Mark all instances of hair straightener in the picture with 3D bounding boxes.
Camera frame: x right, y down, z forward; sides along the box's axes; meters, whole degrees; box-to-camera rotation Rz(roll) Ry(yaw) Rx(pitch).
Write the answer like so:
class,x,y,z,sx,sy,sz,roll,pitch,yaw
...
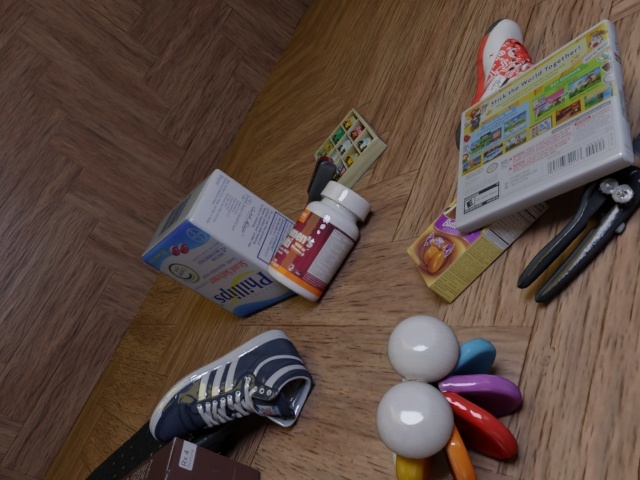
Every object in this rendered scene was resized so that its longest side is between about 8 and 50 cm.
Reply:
class,x,y,z,sx,sy,sz,roll,pitch,yaw
hair straightener,-0.021,-0.080,1.214,0.230,0.047,0.089,-64,20,19

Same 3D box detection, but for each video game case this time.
class,x,y,z,sx,sy,sz,roll,pitch,yaw
video game case,0.265,-0.134,0.657,0.227,0.026,0.206,-30,42,51

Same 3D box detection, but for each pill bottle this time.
class,x,y,z,sx,sy,sz,roll,pitch,yaw
pill bottle,0.000,0.000,1.036,0.221,0.121,0.121,-57,24,-2

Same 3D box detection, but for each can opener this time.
class,x,y,z,sx,sy,sz,roll,pitch,yaw
can opener,0.296,-0.007,0.588,0.059,0.073,0.186,37,95,26

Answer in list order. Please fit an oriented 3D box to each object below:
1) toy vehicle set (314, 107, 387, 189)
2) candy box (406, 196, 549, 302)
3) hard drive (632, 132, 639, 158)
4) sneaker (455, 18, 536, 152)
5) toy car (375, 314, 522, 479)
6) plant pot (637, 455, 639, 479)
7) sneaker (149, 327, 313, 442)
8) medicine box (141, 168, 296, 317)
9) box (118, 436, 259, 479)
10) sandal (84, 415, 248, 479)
class,x,y,z,sx,sy,sz,roll,pitch,yaw
toy vehicle set,0.066,-0.222,1.298,0.166,0.035,0.266,-49,25,16
candy box,0.214,-0.015,0.741,0.186,0.053,0.109,-48,24,15
hard drive,0.394,-0.087,0.434,0.254,0.054,0.171,-99,28,-56
sneaker,0.313,-0.253,0.814,0.145,0.090,0.270,-9,55,58
toy car,0.141,0.175,0.557,0.136,0.159,0.181,0,51,21
plant pot,0.322,0.165,0.337,0.236,0.032,0.236,-41,28,28
sneaker,-0.144,0.274,0.879,0.282,0.099,0.153,-33,39,-14
medicine box,-0.205,0.021,1.184,0.264,0.289,0.149,-29,34,46
box,-0.229,0.454,0.835,0.203,0.167,0.168,-41,28,31
sandal,-0.285,0.411,1.022,0.446,0.107,0.167,-38,30,7
